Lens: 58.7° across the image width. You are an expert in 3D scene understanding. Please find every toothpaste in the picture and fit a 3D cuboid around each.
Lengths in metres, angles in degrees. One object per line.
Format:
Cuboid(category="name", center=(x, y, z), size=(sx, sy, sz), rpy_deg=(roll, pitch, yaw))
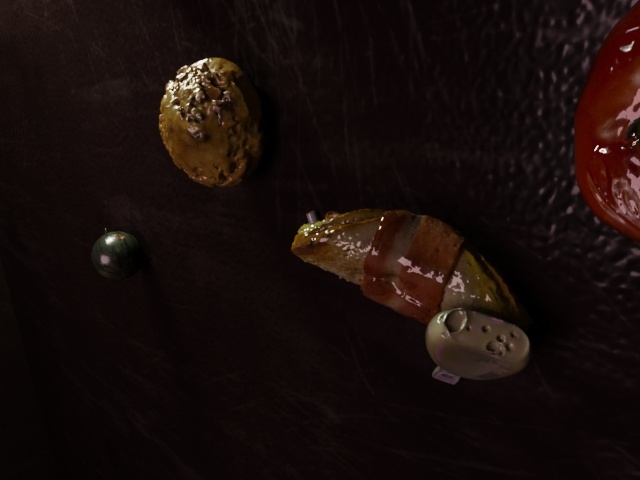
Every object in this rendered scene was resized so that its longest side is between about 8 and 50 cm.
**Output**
Cuboid(category="toothpaste", center=(0.000, 0.000, 0.781), size=(0.024, 0.015, 0.083), rpy_deg=(-11, 102, 49))

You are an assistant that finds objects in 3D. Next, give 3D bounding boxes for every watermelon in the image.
Cuboid(category="watermelon", center=(-0.443, 0.023, 1.228), size=(0.133, 0.105, 0.105), rpy_deg=(53, 138, 28))

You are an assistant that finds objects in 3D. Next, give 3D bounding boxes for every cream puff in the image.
Cuboid(category="cream puff", center=(-0.158, -0.163, 0.806), size=(0.189, 0.130, 0.188), rpy_deg=(26, 127, 40))

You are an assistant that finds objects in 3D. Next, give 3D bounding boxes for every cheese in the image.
Cuboid(category="cheese", center=(0.148, 0.123, 0.591), size=(0.097, 0.037, 0.192), rpy_deg=(18, 156, 8))

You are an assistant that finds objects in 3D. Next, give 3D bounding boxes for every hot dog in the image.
Cuboid(category="hot dog", center=(0.100, 0.022, 0.605), size=(0.262, 0.093, 0.123), rpy_deg=(26, 146, 12))

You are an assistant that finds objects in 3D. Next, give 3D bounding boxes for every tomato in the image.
Cuboid(category="tomato", center=(0.268, -0.075, 0.377), size=(0.228, 0.101, 0.227), rpy_deg=(25, 124, 45))
